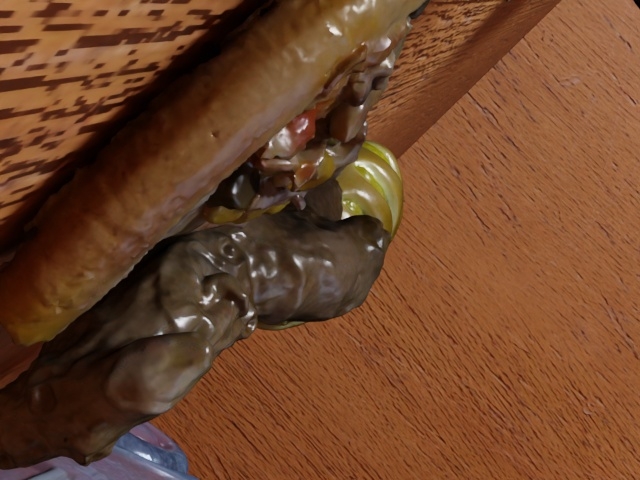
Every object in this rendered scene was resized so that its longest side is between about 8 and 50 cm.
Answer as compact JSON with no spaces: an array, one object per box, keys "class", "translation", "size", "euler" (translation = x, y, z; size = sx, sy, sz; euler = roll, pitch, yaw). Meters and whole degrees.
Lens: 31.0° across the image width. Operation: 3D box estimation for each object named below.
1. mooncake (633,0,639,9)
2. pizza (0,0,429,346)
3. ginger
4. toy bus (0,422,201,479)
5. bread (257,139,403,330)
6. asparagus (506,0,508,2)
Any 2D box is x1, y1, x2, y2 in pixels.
[{"class":"mooncake","translation":[0.380,-0.334,1.050],"size":[0.283,0.141,0.283],"euler":[-36,172,-6]},{"class":"pizza","translation":[-0.030,-0.026,0.411],"size":[0.185,0.052,0.195],"euler":[-41,179,-1]},{"class":"ginger","translation":[-0.045,0.022,0.530],"size":[0.122,0.084,0.290],"euler":[-25,-173,27]},{"class":"toy bus","translation":[-0.097,0.196,0.471],"size":[0.197,0.294,0.232],"euler":[-57,167,-2]},{"class":"bread","translation":[0.000,0.000,1.003],"size":[0.213,0.105,0.213],"euler":[-46,177,-3]},{"class":"asparagus","translation":[0.192,-0.241,0.972],"size":[0.114,0.015,0.014],"euler":[-43,-164,-16]}]
